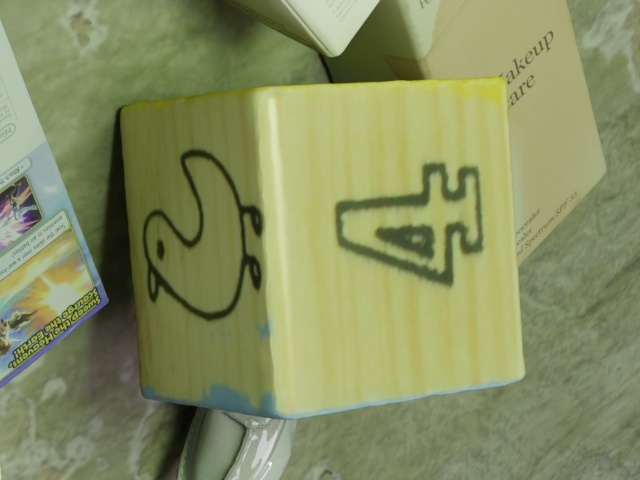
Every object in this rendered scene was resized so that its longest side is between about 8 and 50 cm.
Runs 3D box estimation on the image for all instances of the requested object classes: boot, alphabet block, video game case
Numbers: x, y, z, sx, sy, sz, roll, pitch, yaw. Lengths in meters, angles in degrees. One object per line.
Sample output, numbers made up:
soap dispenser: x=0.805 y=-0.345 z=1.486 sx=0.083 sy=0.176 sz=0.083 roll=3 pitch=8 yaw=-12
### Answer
boot: x=-0.068 y=0.084 z=1.319 sx=0.123 sy=0.095 sz=0.258 roll=26 pitch=86 yaw=-47
alphabet block: x=0.000 y=0.000 z=1.174 sx=0.193 sy=0.192 sz=0.197 roll=-6 pitch=93 yaw=-34
video game case: x=-0.269 y=0.021 z=1.058 sx=0.269 sy=0.061 sz=0.244 roll=-39 pitch=138 yaw=-24

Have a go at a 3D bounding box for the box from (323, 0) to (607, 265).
box: x=0.098 y=-0.129 z=1.325 sx=0.148 sy=0.121 sz=0.311 roll=-45 pitch=141 yaw=-18

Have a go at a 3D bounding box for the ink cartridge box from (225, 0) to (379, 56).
ink cartridge box: x=-0.027 y=-0.278 z=1.086 sx=0.207 sy=0.117 sz=0.283 roll=-53 pitch=143 yaw=-7

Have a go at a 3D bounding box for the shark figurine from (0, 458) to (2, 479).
shark figurine: x=-0.257 y=0.206 z=1.147 sx=0.116 sy=0.166 sz=0.278 roll=-10 pitch=167 yaw=-24
